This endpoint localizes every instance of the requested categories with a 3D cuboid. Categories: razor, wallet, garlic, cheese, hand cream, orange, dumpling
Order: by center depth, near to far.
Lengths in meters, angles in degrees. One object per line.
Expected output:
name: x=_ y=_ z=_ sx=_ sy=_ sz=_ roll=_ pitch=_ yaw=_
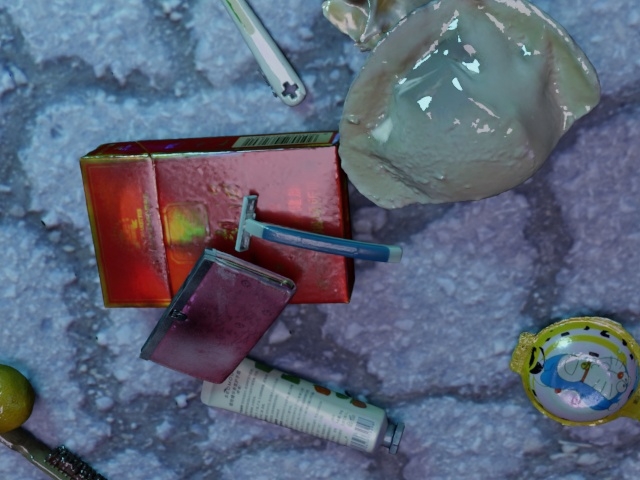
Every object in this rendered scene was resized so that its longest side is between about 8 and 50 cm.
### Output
dumpling: x=0.142 y=-0.141 z=0.959 sx=0.243 sy=0.175 sz=0.227 roll=-44 pitch=121 yaw=-5
garlic: x=0.063 y=-0.278 z=0.983 sx=0.174 sy=0.099 sz=0.124 roll=43 pitch=95 yaw=-7
razor: x=-0.001 y=0.001 z=1.029 sx=0.191 sy=0.037 sz=0.068 roll=12 pitch=109 yaw=2
wallet: x=-0.129 y=0.100 z=1.101 sx=0.119 sy=0.025 sz=0.232 roll=22 pitch=136 yaw=-17
cheese: x=0.360 y=0.175 z=1.114 sx=0.250 sy=0.064 sz=0.157 roll=17 pitch=113 yaw=5
hand cream: x=-0.025 y=0.219 z=1.197 sx=0.276 sy=0.059 sz=0.095 roll=18 pitch=111 yaw=7
orange: x=-0.438 y=0.215 z=1.239 sx=0.085 sy=0.085 sz=0.095 roll=-20 pitch=92 yaw=15

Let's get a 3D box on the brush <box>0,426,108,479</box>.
brush: x=-0.402 y=0.294 z=1.285 sx=0.248 sy=0.043 sz=0.036 roll=38 pitch=103 yaw=-5

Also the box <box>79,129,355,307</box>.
box: x=-0.121 y=-0.024 z=1.104 sx=0.313 sy=0.089 sz=0.198 roll=-2 pitch=110 yaw=10

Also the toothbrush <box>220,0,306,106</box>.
toothbrush: x=-0.139 y=-0.329 z=1.021 sx=0.042 sy=0.040 sz=0.418 roll=-30 pitch=103 yaw=15
